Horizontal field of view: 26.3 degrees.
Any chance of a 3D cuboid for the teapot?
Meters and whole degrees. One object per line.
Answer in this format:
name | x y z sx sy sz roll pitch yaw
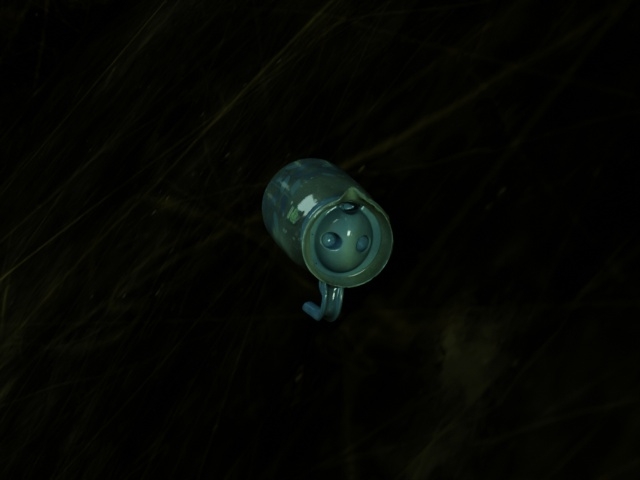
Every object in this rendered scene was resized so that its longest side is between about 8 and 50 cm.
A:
teapot | -0.003 -0.003 0.648 0.063 0.049 0.083 -50 21 4
